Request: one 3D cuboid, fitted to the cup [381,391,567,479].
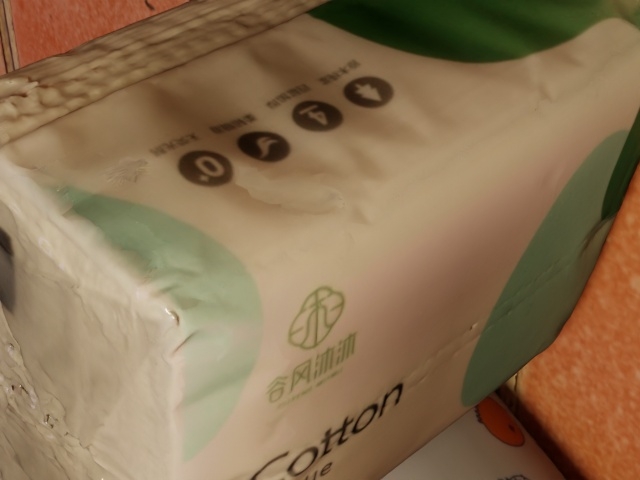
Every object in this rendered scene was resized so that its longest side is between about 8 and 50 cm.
[{"bbox_3d":[0.095,0.239,0.830,0.317,0.212,0.212,52,146,17],"label":"cup"}]

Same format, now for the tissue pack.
[{"bbox_3d":[0.001,0.001,0.659,0.194,0.356,0.266,40,141,26],"label":"tissue pack"}]
